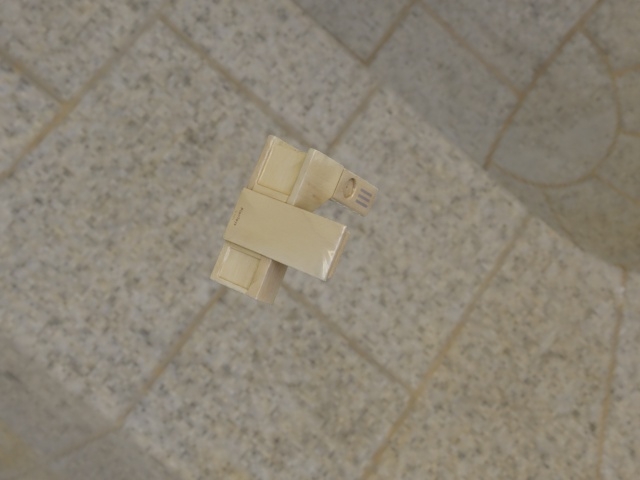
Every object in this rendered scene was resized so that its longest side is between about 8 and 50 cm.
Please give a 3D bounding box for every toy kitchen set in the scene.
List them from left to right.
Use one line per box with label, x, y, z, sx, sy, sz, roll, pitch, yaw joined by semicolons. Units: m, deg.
toy kitchen set;0.000;0.000;0.593;0.075;0.068;0.083;25;87;-57
